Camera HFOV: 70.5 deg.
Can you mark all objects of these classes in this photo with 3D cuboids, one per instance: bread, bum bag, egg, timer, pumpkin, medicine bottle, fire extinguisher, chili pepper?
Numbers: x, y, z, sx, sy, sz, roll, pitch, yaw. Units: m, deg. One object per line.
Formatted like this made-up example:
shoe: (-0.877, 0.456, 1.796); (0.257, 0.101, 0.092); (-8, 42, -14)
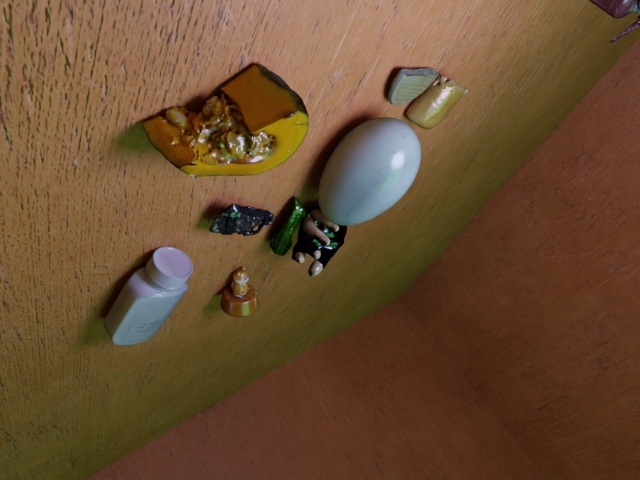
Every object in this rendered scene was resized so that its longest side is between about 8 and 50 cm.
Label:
bread: (0.346, -0.408, 1.353); (0.134, 0.085, 0.173); (-7, 143, -54)
bum bag: (-0.211, -0.053, 1.211); (0.102, 0.069, 0.248); (-19, 169, 18)
egg: (0.126, -0.182, 1.269); (0.230, 0.230, 0.371); (-17, 158, -44)
timer: (-0.272, 0.161, 1.533); (0.132, 0.132, 0.152); (-21, 131, -39)
bread: (0.235, -0.417, 1.228); (0.193, 0.036, 0.112); (-22, 160, -44)
pumpkin: (-0.152, -0.225, 0.843); (0.190, 0.139, 0.280); (-46, 161, 31)
medicine bottle: (-0.449, 0.150, 1.195); (0.161, 0.111, 0.296); (-11, 149, -53)
fire extinguisher: (0.699, -0.620, 1.126); (0.106, 0.337, 0.147); (-14, 150, -45)
chili pepper: (-0.104, -0.031, 1.423); (0.257, 0.074, 0.100); (-55, -162, 44)

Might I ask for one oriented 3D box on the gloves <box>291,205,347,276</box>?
gloves: (-0.005, -0.002, 1.447); (0.301, 0.152, 0.197); (-62, 148, -64)
